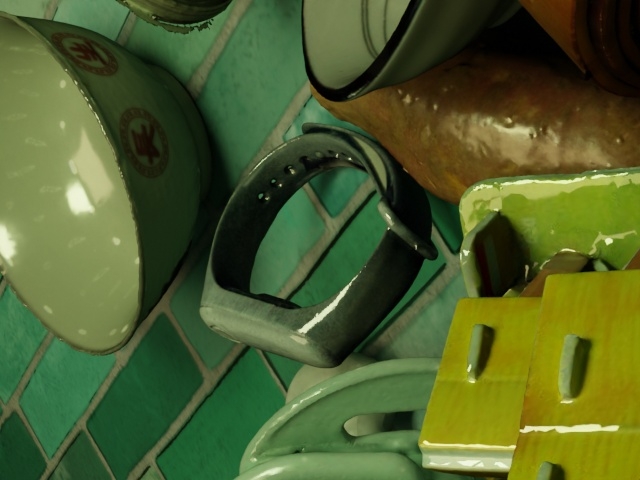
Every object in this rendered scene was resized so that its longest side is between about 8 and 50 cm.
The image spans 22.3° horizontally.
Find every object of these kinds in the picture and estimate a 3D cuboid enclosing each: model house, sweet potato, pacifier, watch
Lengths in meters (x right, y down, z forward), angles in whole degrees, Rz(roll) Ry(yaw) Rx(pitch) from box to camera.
[{"bbox_3d":[0.167,0.043,0.854,0.300,0.323,0.340,-3,110,27],"label":"model house"},{"bbox_3d":[0.133,-0.071,1.087,0.337,0.131,0.131,35,136,34],"label":"sweet potato"},{"bbox_3d":[0.023,0.197,1.326,0.269,0.288,0.343,-113,26,-53],"label":"pacifier"},{"bbox_3d":[0.000,0.000,1.273,0.206,0.193,0.068,11,159,48],"label":"watch"}]

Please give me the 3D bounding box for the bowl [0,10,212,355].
[{"bbox_3d":[-0.205,-0.073,1.525,0.337,0.158,0.337,33,135,40],"label":"bowl"}]

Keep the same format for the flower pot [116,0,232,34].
[{"bbox_3d":[-0.108,-0.289,1.237,0.141,0.235,0.235,-30,84,31],"label":"flower pot"}]

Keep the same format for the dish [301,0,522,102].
[{"bbox_3d":[0.090,-0.225,1.003,0.316,0.106,0.316,-164,90,-75],"label":"dish"}]

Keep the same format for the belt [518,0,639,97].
[{"bbox_3d":[0.188,-0.173,0.862,0.105,0.184,0.261,54,-177,25],"label":"belt"}]
